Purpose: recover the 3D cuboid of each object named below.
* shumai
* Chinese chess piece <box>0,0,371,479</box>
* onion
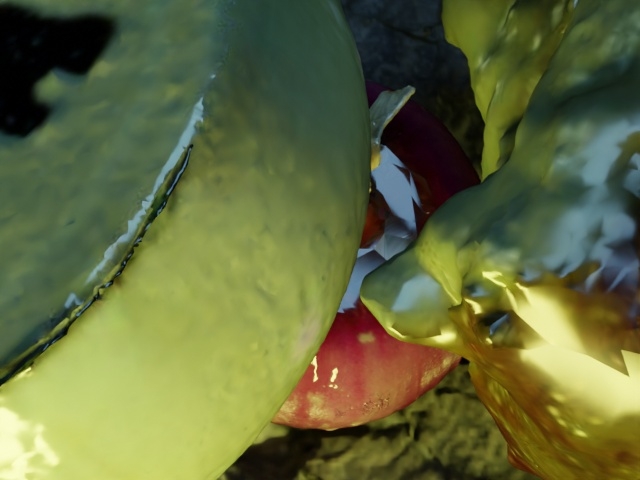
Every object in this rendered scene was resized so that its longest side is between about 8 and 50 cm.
[{"bbox_3d":[0.157,-0.055,0.629,0.324,0.397,0.323,38,70,-32],"label":"shumai"},{"bbox_3d":[-0.151,-0.029,0.685,0.349,0.146,0.349,-12,58,20],"label":"Chinese chess piece"},{"bbox_3d":[-0.001,0.004,0.775,0.177,0.153,0.177,0,94,0],"label":"onion"}]
